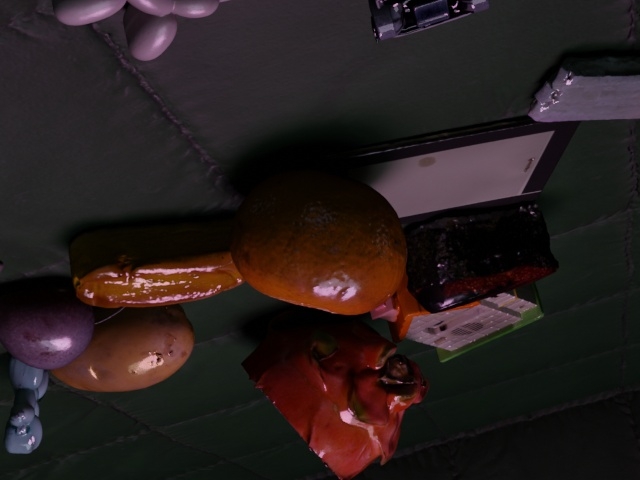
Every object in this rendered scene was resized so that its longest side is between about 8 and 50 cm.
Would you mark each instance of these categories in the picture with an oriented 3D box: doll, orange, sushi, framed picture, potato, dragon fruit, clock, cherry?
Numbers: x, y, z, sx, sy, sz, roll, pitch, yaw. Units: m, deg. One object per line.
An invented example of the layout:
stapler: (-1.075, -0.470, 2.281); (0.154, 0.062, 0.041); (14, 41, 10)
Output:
doll: (-0.466, 0.258, 1.815); (0.059, 0.159, 0.159); (2, 162, -9)
doll: (-0.141, -0.222, 0.961); (0.160, 0.059, 0.161); (-25, 156, 25)
orange: (0.000, 0.000, 1.424); (0.224, 0.170, 0.224); (16, 177, 1)
sushi: (0.235, 0.023, 1.718); (0.225, 0.126, 0.136); (-15, 170, -18)
framed picture: (0.162, -0.083, 1.556); (0.347, 0.016, 0.265); (-11, 158, -7)
potato: (-0.303, 0.159, 1.719); (0.233, 0.146, 0.150); (-18, 128, 11)
dragon fruit: (0.035, 0.239, 1.939); (0.226, 0.305, 0.305); (-44, 157, -3)
clock: (0.214, 0.099, 1.937); (0.219, 0.106, 0.255); (-29, 150, 30)
cherry: (-0.363, 0.099, 1.575); (0.148, 0.115, 0.188); (41, 124, -17)

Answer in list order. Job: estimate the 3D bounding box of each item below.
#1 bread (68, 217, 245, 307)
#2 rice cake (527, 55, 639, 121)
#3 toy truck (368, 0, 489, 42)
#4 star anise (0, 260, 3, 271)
bread: (-0.203, 0.028, 1.502); (0.245, 0.094, 0.102); (-5, 152, -21)
rice cake: (0.359, -0.186, 1.395); (0.211, 0.038, 0.124); (-7, 158, -16)
toy truck: (0.067, -0.263, 0.904); (0.114, 0.124, 0.253); (-16, 160, 5)
star anise: (-0.500, 0.053, 1.353); (0.212, 0.129, 0.283); (-22, 169, -29)
